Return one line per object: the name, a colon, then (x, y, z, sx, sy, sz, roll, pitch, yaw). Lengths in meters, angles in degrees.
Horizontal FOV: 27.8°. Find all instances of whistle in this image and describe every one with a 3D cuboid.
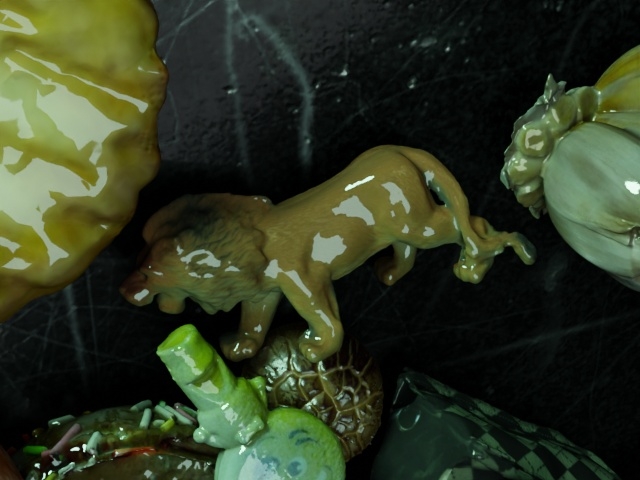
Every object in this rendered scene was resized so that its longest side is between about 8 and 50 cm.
whistle: (-0.059, 0.145, 0.987, 0.104, 0.057, 0.198, -42, 111, -14)

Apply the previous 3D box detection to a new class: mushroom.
mushroom: (-0.007, 0.128, 1.066, 0.126, 0.085, 0.109, 26, 119, -7)

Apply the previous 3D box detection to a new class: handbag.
handbag: (0.080, 0.347, 1.157, 0.316, 0.180, 0.416, 27, 101, -41)

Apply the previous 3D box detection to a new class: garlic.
garlic: (0.240, -0.058, 1.006, 0.207, 0.256, 0.207, 0, 90, 11)

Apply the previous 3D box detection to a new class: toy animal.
toy animal: (0.000, 0.000, 0.995, 0.312, 0.097, 0.157, -25, 119, -11)

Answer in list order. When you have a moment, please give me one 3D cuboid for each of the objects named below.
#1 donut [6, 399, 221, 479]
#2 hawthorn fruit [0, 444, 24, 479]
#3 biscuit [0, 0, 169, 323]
donut: (-0.165, 0.246, 1.057, 0.269, 0.103, 0.270, -10, 119, -18)
hawthorn fruit: (-0.323, 0.208, 0.865, 0.284, 0.284, 0.284, -11, 122, -18)
biscuit: (-0.259, -0.085, 0.822, 0.325, 0.107, 0.326, -13, 125, -19)
